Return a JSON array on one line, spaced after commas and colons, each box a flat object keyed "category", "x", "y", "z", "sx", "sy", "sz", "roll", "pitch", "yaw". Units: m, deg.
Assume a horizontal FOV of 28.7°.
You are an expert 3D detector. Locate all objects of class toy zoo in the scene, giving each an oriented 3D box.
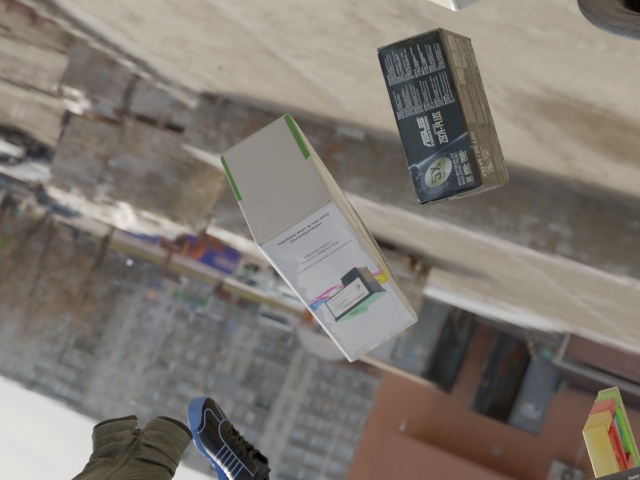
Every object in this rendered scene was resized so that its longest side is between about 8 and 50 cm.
[{"category": "toy zoo", "x": 0.396, "y": 0.314, "z": 1.647, "sx": 0.030, "sy": 0.192, "sz": 0.293, "roll": -18, "pitch": 179, "yaw": 18}]

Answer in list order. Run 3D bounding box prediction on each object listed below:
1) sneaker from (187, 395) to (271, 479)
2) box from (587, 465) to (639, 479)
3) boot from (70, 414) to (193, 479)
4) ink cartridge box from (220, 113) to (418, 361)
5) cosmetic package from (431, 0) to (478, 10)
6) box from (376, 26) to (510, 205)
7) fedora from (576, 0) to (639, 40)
[{"category": "sneaker", "x": -0.140, "y": 0.359, "z": 2.106, "sx": 0.090, "sy": 0.232, "sz": 0.081, "roll": -17, "pitch": -165, "yaw": 30}, {"category": "box", "x": 0.315, "y": 0.230, "z": 1.021, "sx": 0.242, "sy": 0.077, "sz": 0.307, "roll": 7, "pitch": 156, "yaw": -30}, {"category": "boot", "x": -0.267, "y": 0.281, "z": 1.426, "sx": 0.246, "sy": 0.161, "sz": 0.083, "roll": -7, "pitch": 134, "yaw": 16}, {"category": "ink cartridge box", "x": 0.000, "y": 0.000, "z": 1.684, "sx": 0.278, "sy": 0.117, "sz": 0.201, "roll": 54, "pitch": -173, "yaw": -43}, {"category": "cosmetic package", "x": 0.068, "y": -0.333, "z": 0.877, "sx": 0.309, "sy": 0.113, "sz": 0.160, "roll": 66, "pitch": 175, "yaw": -23}, {"category": "box", "x": 0.140, "y": -0.137, "z": 1.406, "sx": 0.077, "sy": 0.180, "sz": 0.147, "roll": -16, "pitch": 180, "yaw": 20}, {"category": "fedora", "x": 0.400, "y": -0.228, "z": 1.209, "sx": 0.275, "sy": 0.244, "sz": 0.124, "roll": 1, "pitch": 134, "yaw": 41}]
